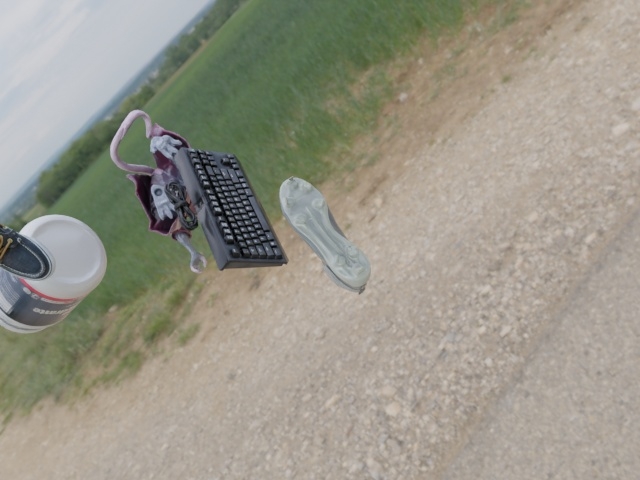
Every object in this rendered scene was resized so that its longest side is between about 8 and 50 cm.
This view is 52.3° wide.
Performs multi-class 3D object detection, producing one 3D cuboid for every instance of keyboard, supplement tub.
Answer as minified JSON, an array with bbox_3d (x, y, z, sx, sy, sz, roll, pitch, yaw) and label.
[{"bbox_3d":[-0.109,-0.039,0.698,0.180,0.108,0.023,61,140,38],"label":"keyboard"},{"bbox_3d":[-0.611,0.081,1.440,0.272,0.191,0.191,-35,22,41],"label":"supplement tub"}]

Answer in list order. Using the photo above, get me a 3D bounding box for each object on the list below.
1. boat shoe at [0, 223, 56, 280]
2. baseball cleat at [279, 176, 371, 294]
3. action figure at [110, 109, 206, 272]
[{"bbox_3d":[-0.486,0.007,0.967,0.065,0.183,0.083,-55,13,1],"label":"boat shoe"},{"bbox_3d":[0.000,0.000,1.004,0.072,0.205,0.109,-28,-23,-15],"label":"baseball cleat"},{"bbox_3d":[-0.332,-0.098,1.518,0.248,0.276,0.370,-55,-7,-3],"label":"action figure"}]
